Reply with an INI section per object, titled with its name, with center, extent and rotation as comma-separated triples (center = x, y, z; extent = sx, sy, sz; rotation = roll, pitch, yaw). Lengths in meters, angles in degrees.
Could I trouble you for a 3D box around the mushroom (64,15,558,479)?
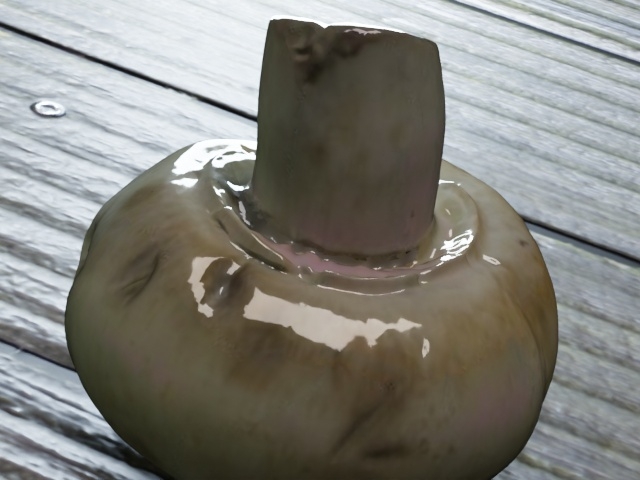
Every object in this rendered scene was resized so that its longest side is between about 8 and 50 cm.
[mushroom]
center = 0.001, 0.025, 1.259
extent = 0.353, 0.353, 0.325
rotation = 21, 0, 15
